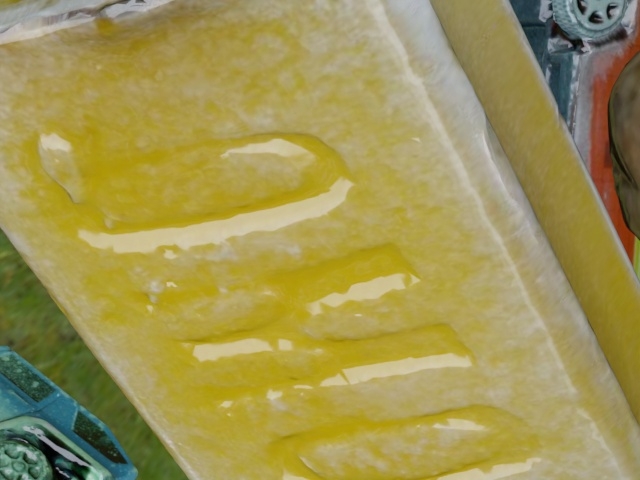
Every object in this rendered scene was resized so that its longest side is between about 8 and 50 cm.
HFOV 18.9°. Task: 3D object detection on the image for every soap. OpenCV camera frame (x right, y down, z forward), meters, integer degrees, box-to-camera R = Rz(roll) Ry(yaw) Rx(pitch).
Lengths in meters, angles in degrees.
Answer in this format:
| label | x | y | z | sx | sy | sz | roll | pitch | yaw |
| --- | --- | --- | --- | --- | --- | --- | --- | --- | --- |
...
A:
| label | x | y | z | sx | sy | sz | roll | pitch | yaw |
| --- | --- | --- | --- | --- | --- | --- | --- | --- | --- |
| soap | 0.000 | 0.000 | 0.636 | 0.173 | 0.089 | 0.274 | -13 | 131 | 23 |

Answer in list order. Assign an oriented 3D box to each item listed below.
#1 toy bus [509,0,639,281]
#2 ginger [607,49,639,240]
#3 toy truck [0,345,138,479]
| label | x | y | z | sx | sy | sz | roll | pitch | yaw |
| --- | --- | --- | --- | --- | --- | --- | --- | --- | --- |
| toy bus | 0.132 | -0.046 | 0.997 | 0.120 | 0.121 | 0.265 | 5 | 92 | -28 |
| ginger | 0.269 | -0.044 | 0.754 | 0.304 | 0.155 | 0.244 | 21 | 90 | -6 |
| toy truck | -0.303 | 0.183 | 1.669 | 0.279 | 0.156 | 0.155 | 37 | 129 | 14 |
